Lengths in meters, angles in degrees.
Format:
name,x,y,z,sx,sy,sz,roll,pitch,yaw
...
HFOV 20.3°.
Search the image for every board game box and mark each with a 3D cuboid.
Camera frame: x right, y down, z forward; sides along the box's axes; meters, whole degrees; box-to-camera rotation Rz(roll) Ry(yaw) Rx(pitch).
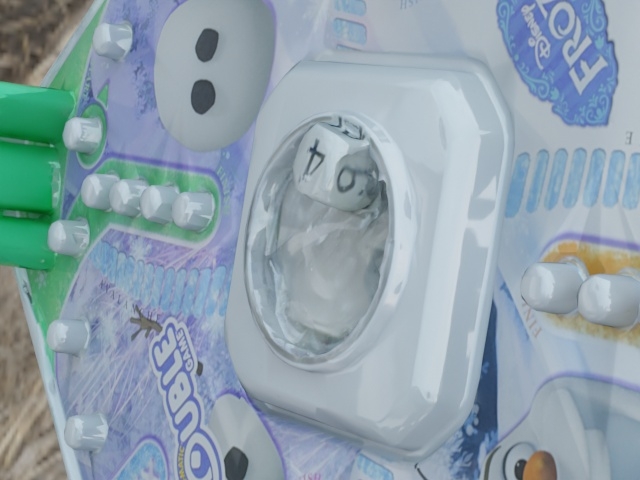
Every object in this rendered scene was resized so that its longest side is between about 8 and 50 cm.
name,x,y,z,sx,sy,sz,roll,pitch,yaw
board game box,0.000,0.000,0.566,0.050,0.390,0.390,7,48,-37
